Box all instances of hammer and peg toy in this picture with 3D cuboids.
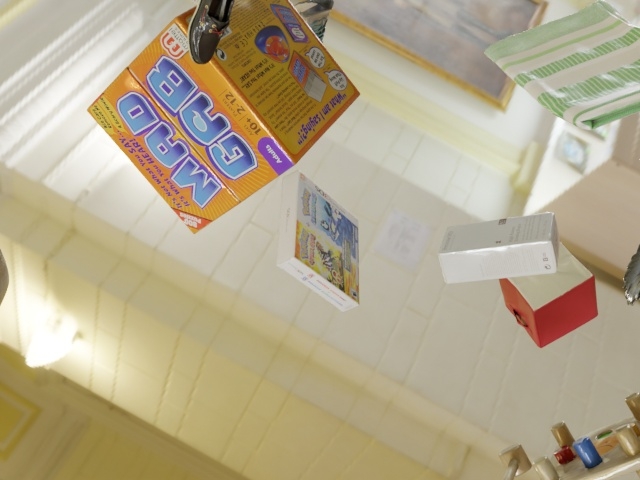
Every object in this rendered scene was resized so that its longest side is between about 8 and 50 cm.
[{"bbox_3d":[0.542,0.469,1.595,0.361,0.127,0.266,-32,-6,28],"label":"hammer and peg toy"}]

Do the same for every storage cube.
[{"bbox_3d":[0.611,0.134,2.040,0.215,0.184,0.193,-30,-42,-1],"label":"storage cube"}]

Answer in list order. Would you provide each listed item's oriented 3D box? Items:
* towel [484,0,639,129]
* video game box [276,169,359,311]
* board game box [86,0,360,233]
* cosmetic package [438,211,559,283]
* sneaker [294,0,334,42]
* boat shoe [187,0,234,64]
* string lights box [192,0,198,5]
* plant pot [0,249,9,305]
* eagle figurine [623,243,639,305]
[{"bbox_3d":[0.459,-0.304,1.284,0.325,0.247,0.038,-114,3,-50],"label":"towel"},{"bbox_3d":[0.000,0.000,1.386,0.048,0.187,0.205,-28,44,32],"label":"video game box"},{"bbox_3d":[-0.202,-0.304,1.667,0.356,0.356,0.356,-30,15,39],"label":"board game box"},{"bbox_3d":[0.369,0.016,1.565,0.117,0.231,0.086,-60,-44,-53],"label":"cosmetic package"},{"bbox_3d":[-0.019,-0.572,2.047,0.110,0.122,0.283,-20,3,-19],"label":"sneaker"},{"bbox_3d":[-0.159,-0.321,1.111,0.049,0.042,0.133,-2,-63,-48],"label":"boat shoe"},{"bbox_3d":[-0.265,-0.563,1.394,0.133,0.259,0.077,-49,-1,23],"label":"string lights box"},{"bbox_3d":[-0.485,0.045,0.885,0.191,0.284,0.284,-33,-20,-36],"label":"plant pot"},{"bbox_3d":[0.659,-0.029,1.350,0.226,0.225,0.298,-127,31,-82],"label":"eagle figurine"}]
